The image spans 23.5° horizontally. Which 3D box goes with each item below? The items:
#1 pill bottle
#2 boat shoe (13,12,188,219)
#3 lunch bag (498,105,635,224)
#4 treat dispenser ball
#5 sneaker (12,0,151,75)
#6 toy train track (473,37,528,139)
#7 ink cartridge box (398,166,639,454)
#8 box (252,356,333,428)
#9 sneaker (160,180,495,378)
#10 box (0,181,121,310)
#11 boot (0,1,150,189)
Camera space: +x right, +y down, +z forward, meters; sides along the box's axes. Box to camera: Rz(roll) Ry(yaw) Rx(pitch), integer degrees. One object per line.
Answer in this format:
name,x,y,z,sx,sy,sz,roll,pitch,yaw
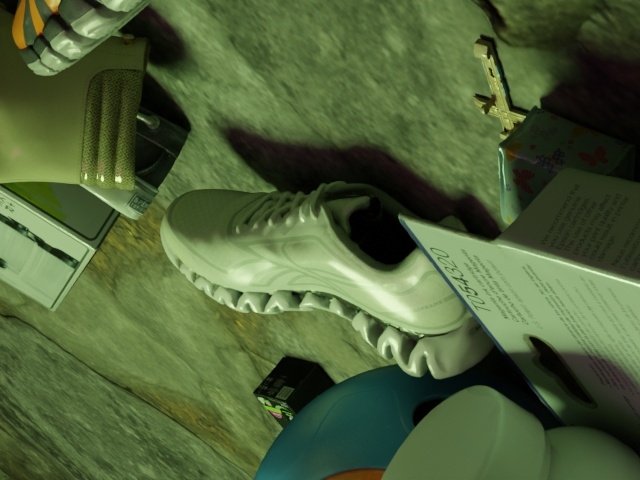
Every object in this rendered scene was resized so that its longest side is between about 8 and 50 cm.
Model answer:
pill bottle,0.183,0.225,0.989,0.301,0.169,0.169,36,160,-16
boat shoe,-0.249,-0.138,1.271,0.301,0.102,0.108,32,179,6
lunch bag,0.145,-0.029,0.908,0.071,0.053,0.083,25,144,29
treat dispenser ball,0.082,0.238,1.195,0.288,0.288,0.288,34,157,17
sneaker,-0.152,-0.230,0.951,0.180,0.124,0.321,48,147,-7
toy train track,0.104,-0.085,0.918,0.048,0.014,0.083,23,152,37
ink cartridge box,0.248,0.084,0.878,0.330,0.071,0.324,20,160,42
box,-0.013,0.164,1.524,0.062,0.052,0.083,8,142,55
sneaker,0.000,0.000,1.146,0.292,0.110,0.118,16,141,30
box,-0.292,-0.035,1.523,0.169,0.087,0.290,33,159,-8
boot,-0.232,-0.162,1.180,0.203,0.262,0.095,-1,167,-5
